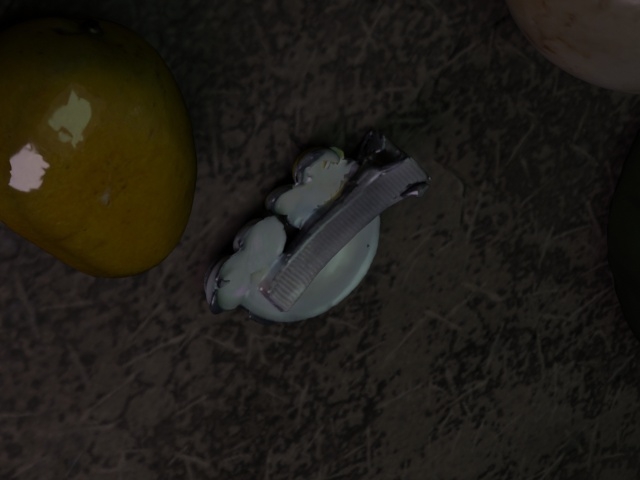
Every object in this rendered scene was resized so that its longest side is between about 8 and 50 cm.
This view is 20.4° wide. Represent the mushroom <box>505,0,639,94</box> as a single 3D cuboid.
[{"bbox_3d":[0.221,-0.193,1.183,0.209,0.206,0.206,-30,133,-33],"label":"mushroom"}]

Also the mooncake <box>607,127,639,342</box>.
[{"bbox_3d":[0.411,-0.012,1.444,0.356,0.194,0.356,-18,126,-28],"label":"mooncake"}]

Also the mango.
[{"bbox_3d":[-0.141,-0.051,1.063,0.137,0.098,0.195,-36,141,-17],"label":"mango"}]

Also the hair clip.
[{"bbox_3d":[0.000,0.000,1.236,0.172,0.049,0.116,-47,131,0],"label":"hair clip"}]
